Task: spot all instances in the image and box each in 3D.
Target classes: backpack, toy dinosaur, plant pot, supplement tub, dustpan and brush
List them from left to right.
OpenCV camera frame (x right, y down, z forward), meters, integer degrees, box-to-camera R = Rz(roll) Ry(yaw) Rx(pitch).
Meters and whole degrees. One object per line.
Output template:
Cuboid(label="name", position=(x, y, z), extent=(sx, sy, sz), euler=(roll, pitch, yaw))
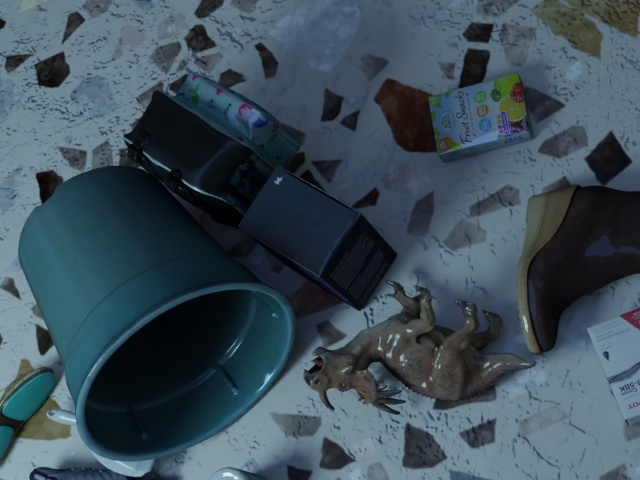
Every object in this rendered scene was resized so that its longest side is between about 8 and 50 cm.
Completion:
Cuboid(label="dustpan and brush", position=(-0.331, 0.282, 1.755), extent=(0.211, 0.060, 0.147), euler=(14, 56, 11))
Cuboid(label="plant pot", position=(-0.264, 0.085, 1.673), extent=(0.341, 0.341, 0.334), euler=(-42, 54, 3))
Cuboid(label="backpack", position=(-0.143, -0.120, 1.719), extent=(0.225, 0.253, 0.191), euler=(33, 82, 34))
Cuboid(label="supplement tub", position=(-0.113, 0.364, 1.626), extent=(0.071, 0.107, 0.071), euler=(-7, 70, 19))
Cuboid(label="toy dinosaur", position=(0.144, 0.172, 1.591), extent=(0.295, 0.127, 0.200), euler=(17, 87, 12))

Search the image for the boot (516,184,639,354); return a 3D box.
Cuboid(label="boot", position=(0.380, 0.037, 1.556), extent=(0.207, 0.090, 0.248), euler=(-1, 69, 23))

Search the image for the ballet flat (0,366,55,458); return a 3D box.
Cuboid(label="ballet flat", position=(-0.508, 0.278, 1.829), extent=(0.067, 0.073, 0.206), euler=(31, 82, 41))

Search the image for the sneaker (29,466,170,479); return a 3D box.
Cuboid(label="sneaker", position=(-0.334, 0.375, 1.738), extent=(0.223, 0.083, 0.098), euler=(17, 56, 22))

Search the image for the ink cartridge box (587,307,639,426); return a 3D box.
Cuboid(label="ink cartridge box", position=(0.428, 0.165, 1.515), extent=(0.099, 0.056, 0.135), euler=(-24, 65, 11))

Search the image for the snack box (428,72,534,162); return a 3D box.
Cuboid(label="snack box", position=(0.241, -0.184, 1.712), extent=(0.141, 0.037, 0.100), euler=(-13, 68, 17))

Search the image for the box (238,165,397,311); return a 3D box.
Cuboid(label="box", position=(0.000, 0.000, 1.648), extent=(0.153, 0.207, 0.108), euler=(31, 85, 26))
